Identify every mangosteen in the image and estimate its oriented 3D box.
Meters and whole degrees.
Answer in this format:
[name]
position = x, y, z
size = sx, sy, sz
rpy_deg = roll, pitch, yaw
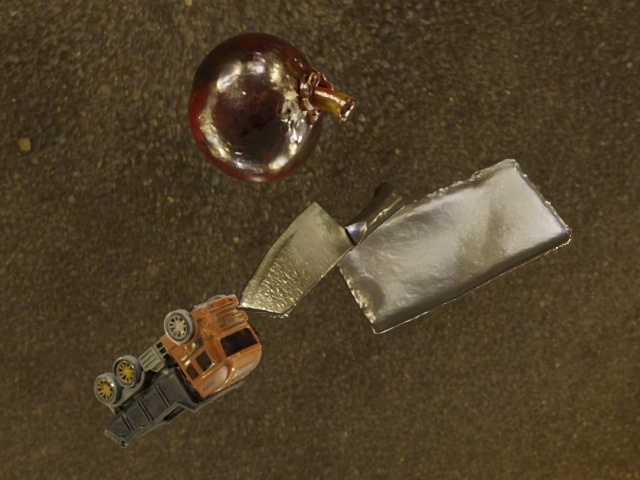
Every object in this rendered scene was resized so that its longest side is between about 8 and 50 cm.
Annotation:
[mangosteen]
position = -0.067, -0.205, 1.086
size = 0.261, 0.235, 0.236
rpy_deg = -3, 121, 24

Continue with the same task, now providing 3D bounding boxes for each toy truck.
[toy truck]
position = -0.148, 0.139, 0.739
size = 0.192, 0.083, 0.092
rpy_deg = -40, 79, 26

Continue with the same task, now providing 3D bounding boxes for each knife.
[knife]
position = 0.000, 0.000, 0.607
size = 0.060, 0.230, 0.028
rpy_deg = 47, 134, 1

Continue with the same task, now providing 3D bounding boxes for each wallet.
[wallet]
position = 0.137, 0.003, 0.768
size = 0.244, 0.124, 0.025
rpy_deg = -24, 151, -12
